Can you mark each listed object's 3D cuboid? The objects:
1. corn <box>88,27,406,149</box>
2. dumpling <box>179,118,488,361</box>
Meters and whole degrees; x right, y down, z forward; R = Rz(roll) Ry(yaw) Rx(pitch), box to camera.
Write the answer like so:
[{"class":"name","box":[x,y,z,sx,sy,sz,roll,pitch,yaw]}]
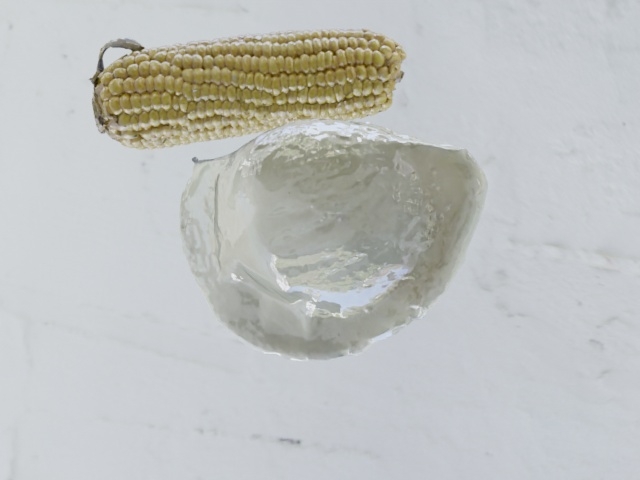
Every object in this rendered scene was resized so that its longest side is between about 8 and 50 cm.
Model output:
[{"class":"corn","box":[-0.066,-0.145,0.995,0.293,0.106,0.106,-7,-98,2]},{"class":"dumpling","box":[0.004,0.000,0.745,0.216,0.126,0.166,-3,-91,-2]}]
